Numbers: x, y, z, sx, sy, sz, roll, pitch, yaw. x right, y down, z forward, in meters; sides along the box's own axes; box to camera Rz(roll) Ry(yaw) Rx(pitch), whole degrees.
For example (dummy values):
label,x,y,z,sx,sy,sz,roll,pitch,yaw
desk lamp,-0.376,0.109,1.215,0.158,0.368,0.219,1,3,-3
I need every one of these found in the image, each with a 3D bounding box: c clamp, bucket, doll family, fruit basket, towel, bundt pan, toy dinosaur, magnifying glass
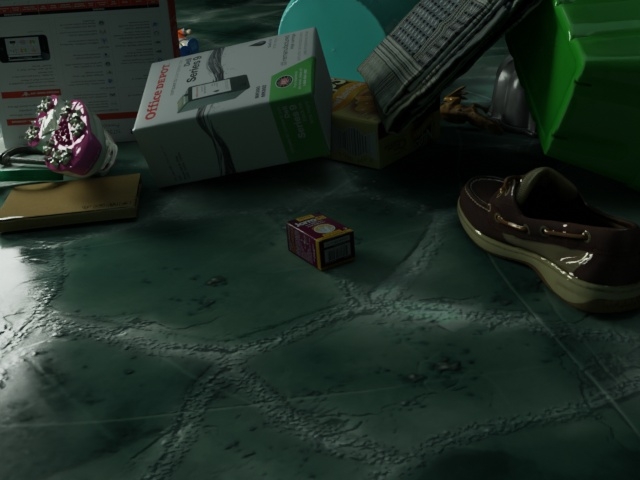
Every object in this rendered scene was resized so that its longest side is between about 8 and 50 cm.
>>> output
label,x,y,z,sx,sy,sz,roll,pitch,yaw
c clamp,-0.493,-0.145,1.623,0.161,0.022,0.137,7,26,22
bucket,0.060,-0.405,1.841,0.281,0.281,0.183,8,34,25
doll family,-0.378,-0.363,2.028,0.263,0.118,0.163,-34,40,-19
fruit basket,0.488,-0.253,1.381,0.392,0.283,0.392,6,47,-6
towel,0.186,-0.331,1.472,0.312,0.056,0.324,-43,24,14
bundt pan,0.466,-0.286,1.691,0.331,0.124,0.331,-4,24,2
toy dinosaur,0.229,-0.233,1.673,0.211,0.064,0.112,9,28,27
magnifying glass,-0.523,-0.106,1.512,0.231,0.026,0.092,-1,4,19

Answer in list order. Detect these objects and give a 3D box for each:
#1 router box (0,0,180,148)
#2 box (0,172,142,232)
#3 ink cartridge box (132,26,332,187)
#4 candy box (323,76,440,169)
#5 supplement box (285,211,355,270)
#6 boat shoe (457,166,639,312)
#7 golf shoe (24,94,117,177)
label,x,y,z,sx,sy,sz,roll,pitch,yaw
router box,-0.424,-0.328,1.685,0.335,0.301,0.082,-3,24,0
box,-0.374,-0.060,1.409,0.201,0.021,0.164,-7,22,-5
ink cartridge box,-0.133,-0.212,1.487,0.289,0.121,0.211,-11,40,10
candy box,0.028,-0.215,1.628,0.316,0.087,0.183,17,32,36
supplement box,0.000,0.000,1.197,0.055,0.043,0.083,-19,27,-28
boat shoe,0.274,-0.034,1.136,0.123,0.123,0.342,-10,25,-14
golf shoe,-0.371,-0.154,1.485,0.140,0.115,0.306,29,4,-31
